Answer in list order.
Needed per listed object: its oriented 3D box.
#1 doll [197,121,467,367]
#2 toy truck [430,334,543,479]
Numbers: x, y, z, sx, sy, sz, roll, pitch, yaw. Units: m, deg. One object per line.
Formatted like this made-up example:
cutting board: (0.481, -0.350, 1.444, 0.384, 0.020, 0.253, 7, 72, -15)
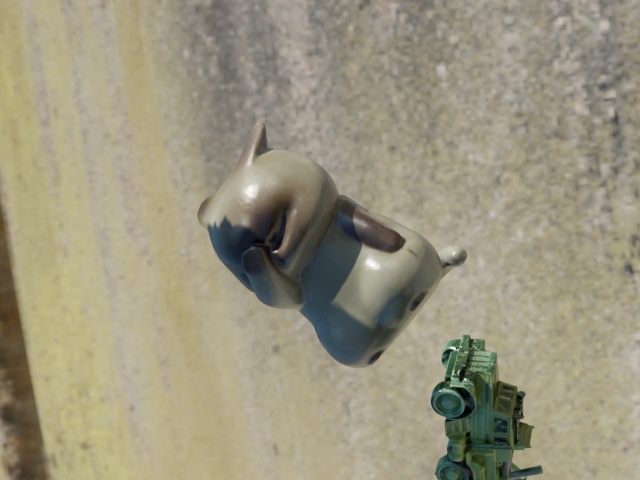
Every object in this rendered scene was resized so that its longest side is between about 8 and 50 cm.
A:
doll: (0.008, 0.022, 1.801, 0.215, 0.370, 0.226, -55, 10, 35)
toy truck: (0.225, 0.256, 1.713, 0.128, 0.135, 0.259, -65, -32, -56)
